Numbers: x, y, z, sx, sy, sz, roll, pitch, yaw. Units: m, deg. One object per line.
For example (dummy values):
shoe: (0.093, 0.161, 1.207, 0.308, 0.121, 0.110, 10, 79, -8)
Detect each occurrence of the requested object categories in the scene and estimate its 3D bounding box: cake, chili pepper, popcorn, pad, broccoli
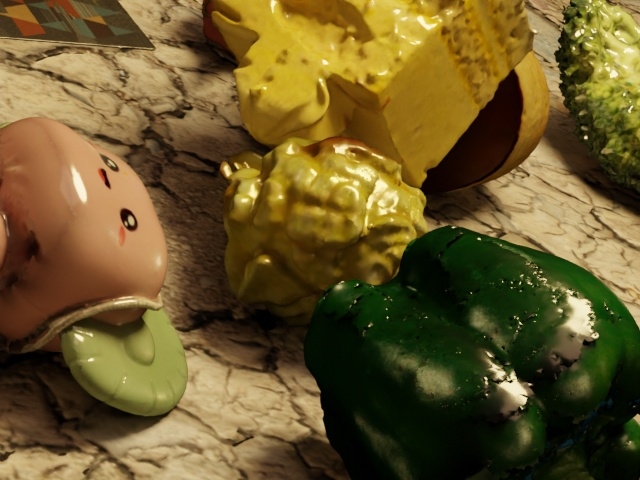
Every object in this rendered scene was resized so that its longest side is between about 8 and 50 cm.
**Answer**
cake: (0.148, -0.148, 1.829, 0.185, 0.208, 0.178, 64, 14, 4)
chili pepper: (0.118, 0.124, 1.283, 0.233, 0.248, 0.257, -16, 34, -31)
cake: (0.030, -0.189, 1.626, 0.222, 0.286, 0.227, 35, -9, 28)
popcorn: (0.000, -0.002, 1.494, 0.189, 0.218, 0.169, 3, 74, -1)
pad: (-0.306, -0.258, 1.895, 0.211, 0.003, 0.143, 0, 35, -34)
broccoli: (0.455, -0.229, 1.982, 0.353, 0.397, 0.275, 14, 4, -5)

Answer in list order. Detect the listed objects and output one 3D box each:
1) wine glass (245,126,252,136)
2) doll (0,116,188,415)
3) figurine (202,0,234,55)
wine glass: (0.001, -0.178, 1.814, 0.079, 0.079, 0.195, 32, 62, 19)
doll: (-0.232, 0.015, 1.320, 0.268, 0.216, 0.284, 26, 34, -49)
figurine: (-0.047, -0.298, 1.974, 0.207, 0.166, 0.387, 14, 21, 23)
